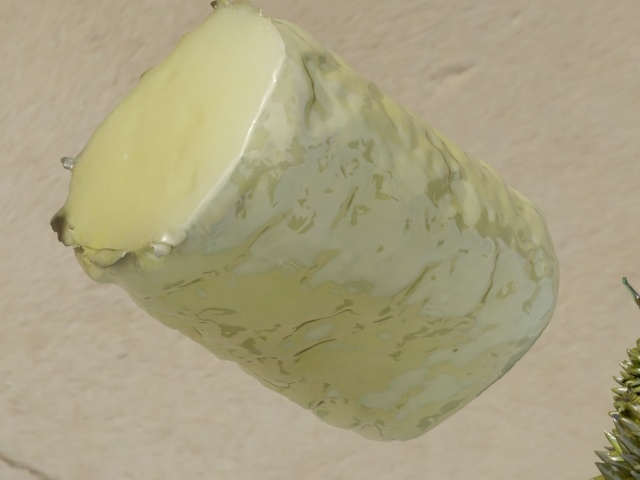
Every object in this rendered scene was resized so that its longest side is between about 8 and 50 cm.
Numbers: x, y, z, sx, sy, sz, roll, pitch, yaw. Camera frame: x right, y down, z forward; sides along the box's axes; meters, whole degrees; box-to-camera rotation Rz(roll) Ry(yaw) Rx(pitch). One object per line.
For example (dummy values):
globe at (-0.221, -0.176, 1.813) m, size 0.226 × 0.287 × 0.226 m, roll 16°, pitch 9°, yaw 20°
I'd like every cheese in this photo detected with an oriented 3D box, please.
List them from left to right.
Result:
cheese at (0.000, 0.000, 0.601) m, size 0.123 × 0.094 × 0.167 m, roll -47°, pitch 128°, yaw 12°

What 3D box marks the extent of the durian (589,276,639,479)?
durian at (0.176, 0.139, 0.765) m, size 0.095 × 0.137 × 0.221 m, roll -20°, pitch 49°, yaw 14°
